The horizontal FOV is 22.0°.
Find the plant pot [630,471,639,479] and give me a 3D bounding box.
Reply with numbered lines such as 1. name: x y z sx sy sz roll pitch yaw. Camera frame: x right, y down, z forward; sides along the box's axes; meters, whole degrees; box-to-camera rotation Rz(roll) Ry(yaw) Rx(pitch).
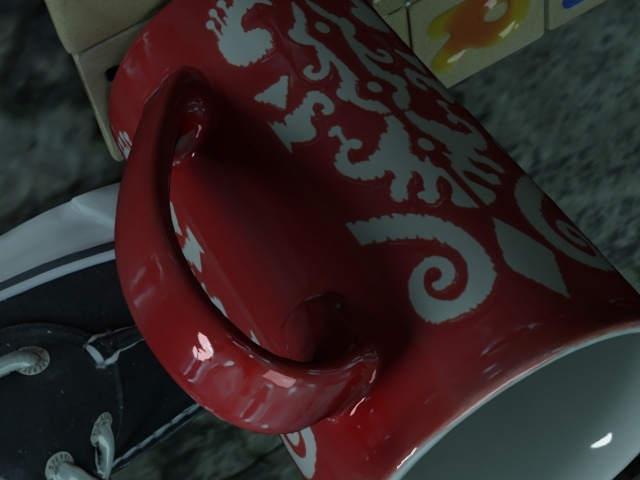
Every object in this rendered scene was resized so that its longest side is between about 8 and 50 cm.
1. plant pot: 0.304 0.184 0.883 0.305 0.334 0.334 -46 146 -10

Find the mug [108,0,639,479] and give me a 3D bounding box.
1. mug: 0.009 -0.005 0.472 0.113 0.169 0.150 -36 149 3

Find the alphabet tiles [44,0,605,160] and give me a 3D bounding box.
1. alphabet tiles: 0.067 -0.154 0.501 0.342 0.011 0.285 -29 149 -11

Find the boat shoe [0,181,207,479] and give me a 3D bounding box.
1. boat shoe: -0.109 0.067 0.528 0.301 0.102 0.108 -17 140 -28
